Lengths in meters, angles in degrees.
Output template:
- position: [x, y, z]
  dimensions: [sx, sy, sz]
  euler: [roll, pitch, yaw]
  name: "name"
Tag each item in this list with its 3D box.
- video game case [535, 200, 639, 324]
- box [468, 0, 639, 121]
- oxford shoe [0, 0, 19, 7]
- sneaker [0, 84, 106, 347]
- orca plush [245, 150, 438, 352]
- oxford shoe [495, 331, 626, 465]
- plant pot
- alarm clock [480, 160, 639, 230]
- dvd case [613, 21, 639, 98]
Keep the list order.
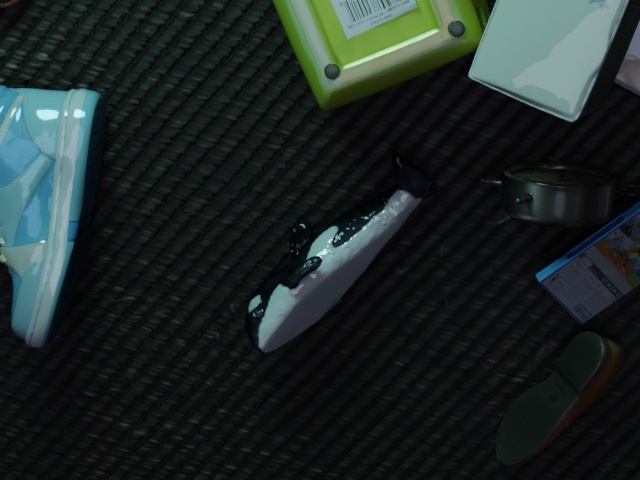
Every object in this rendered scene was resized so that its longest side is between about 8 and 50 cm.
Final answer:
- position: [0.349, 0.024, 1.732]
  dimensions: [0.166, 0.015, 0.119]
  euler: [-37, 135, 13]
  name: "video game case"
- position: [0.263, -0.223, 1.587]
  dimensions: [0.127, 0.232, 0.148]
  euler: [24, 104, 13]
  name: "box"
- position: [-0.342, -0.395, 1.679]
  dimensions: [0.097, 0.098, 0.271]
  euler: [22, 105, -1]
  name: "oxford shoe"
- position: [-0.384, -0.040, 1.764]
  dimensions: [0.208, 0.127, 0.319]
  euler: [11, 95, 0]
  name: "sneaker"
- position: [0.000, 0.000, 1.750]
  dimensions: [0.102, 0.151, 0.287]
  euler: [46, 109, 25]
  name: "orca plush"
- position: [0.298, 0.204, 1.794]
  dimensions: [0.076, 0.076, 0.212]
  euler: [18, 123, -40]
  name: "oxford shoe"
- position: [0.059, -0.274, 1.619]
  dimensions: [0.228, 0.207, 0.227]
  euler: [-21, 101, 9]
  name: "plant pot"
- position: [0.293, -0.052, 1.699]
  dimensions: [0.192, 0.129, 0.064]
  euler: [-5, 106, -15]
  name: "alarm clock"
- position: [0.460, -0.218, 1.691]
  dimensions: [0.253, 0.022, 0.180]
  euler: [28, 105, -2]
  name: "dvd case"
